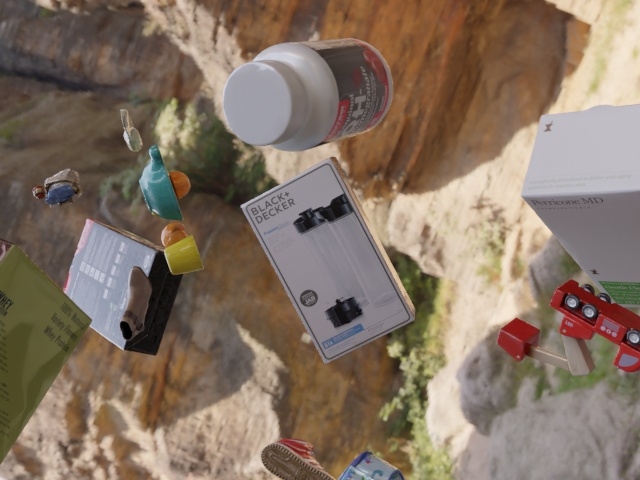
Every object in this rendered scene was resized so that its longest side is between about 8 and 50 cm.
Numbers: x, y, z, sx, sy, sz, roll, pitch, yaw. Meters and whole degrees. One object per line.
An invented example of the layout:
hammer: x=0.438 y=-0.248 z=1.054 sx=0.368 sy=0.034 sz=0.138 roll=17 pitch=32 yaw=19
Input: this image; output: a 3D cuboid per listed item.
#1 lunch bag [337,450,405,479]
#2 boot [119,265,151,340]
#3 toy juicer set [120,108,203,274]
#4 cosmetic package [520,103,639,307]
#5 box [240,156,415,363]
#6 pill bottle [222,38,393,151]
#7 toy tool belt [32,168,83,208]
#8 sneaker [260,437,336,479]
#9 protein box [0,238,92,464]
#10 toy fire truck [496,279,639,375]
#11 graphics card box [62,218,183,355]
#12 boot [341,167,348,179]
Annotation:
lunch bag: x=0.053 y=0.468 z=1.407 sx=0.219 sy=0.090 sz=0.176 roll=-49 pitch=-36 yaw=-23
boot: x=-0.333 y=0.117 z=1.536 sx=0.087 sy=0.042 sz=0.118 roll=-70 pitch=-19 yaw=-50
toy juicer set: x=-0.298 y=-0.106 z=1.665 sx=0.209 sy=0.089 sz=0.329 roll=-141 pitch=33 yaw=-74
cosmetic package: x=0.482 y=-0.041 z=1.317 sx=0.197 sy=0.365 sz=0.155 roll=-2 pitch=60 yaw=44
box: x=0.014 y=0.030 z=1.389 sx=0.169 sy=0.290 sz=0.087 roll=-26 pitch=3 yaw=9
pill bottle: x=-0.020 y=-0.244 z=1.446 sx=0.318 sy=0.176 sz=0.176 roll=-26 pitch=-38 yaw=-57
toy tool belt: x=-0.415 y=-0.075 z=1.367 sx=0.051 sy=0.083 sz=0.052 roll=69 pitch=-166 yaw=17
sneaker: x=-0.008 y=0.258 z=0.945 sx=0.042 sy=0.118 sz=0.067 roll=-53 pitch=-10 yaw=4
protein box: x=-0.404 y=0.113 z=0.982 sx=0.201 sy=0.136 sz=0.200 roll=-61 pitch=-25 yaw=-22
toy fire truck: x=0.333 y=0.127 z=1.119 sx=0.047 sy=0.192 sz=0.135 roll=-25 pitch=-44 yaw=-43
graphics card box: x=-0.463 y=0.099 z=1.996 sx=0.371 sy=0.094 sz=0.232 roll=18 pitch=89 yaw=51
boot: x=0.000 y=0.000 z=1.609 sx=0.244 sy=0.088 sz=0.176 roll=-83 pitch=7 yaw=-45
